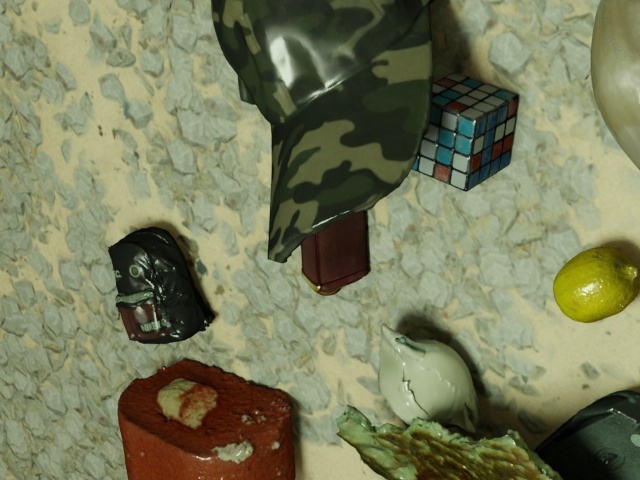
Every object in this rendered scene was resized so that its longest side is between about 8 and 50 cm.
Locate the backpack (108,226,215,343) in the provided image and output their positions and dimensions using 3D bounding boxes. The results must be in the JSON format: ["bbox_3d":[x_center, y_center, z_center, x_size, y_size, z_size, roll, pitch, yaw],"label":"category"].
[{"bbox_3d":[-0.233,0.067,2.253,0.120,0.106,0.165,-16,103,49],"label":"backpack"}]

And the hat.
[{"bbox_3d":[-0.032,-0.186,1.836,0.257,0.382,0.366,38,134,-17],"label":"hat"}]

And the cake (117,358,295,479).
[{"bbox_3d":[-0.164,0.282,2.249,0.283,0.177,0.151,18,121,35],"label":"cake"}]

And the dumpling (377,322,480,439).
[{"bbox_3d":[0.122,0.179,2.011,0.188,0.108,0.127,48,160,-11],"label":"dumpling"}]

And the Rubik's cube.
[{"bbox_3d":[0.157,-0.124,1.830,0.092,0.092,0.092,25,125,30],"label":"Rubik's cube"}]

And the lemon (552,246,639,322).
[{"bbox_3d":[0.307,0.048,1.792,0.110,0.082,0.082,-35,86,41],"label":"lemon"}]

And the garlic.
[{"bbox_3d":[0.371,-0.118,1.655,0.318,0.112,0.143,47,132,-2],"label":"garlic"}]

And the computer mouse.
[{"bbox_3d":[0.337,0.236,1.871,0.126,0.071,0.231,38,143,2],"label":"computer mouse"}]

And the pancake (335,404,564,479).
[{"bbox_3d":[0.207,0.293,1.940,0.427,0.067,0.305,3,141,53],"label":"pancake"}]

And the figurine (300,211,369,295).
[{"bbox_3d":[0.001,0.001,2.045,0.098,0.082,0.154,27,128,46],"label":"figurine"}]
